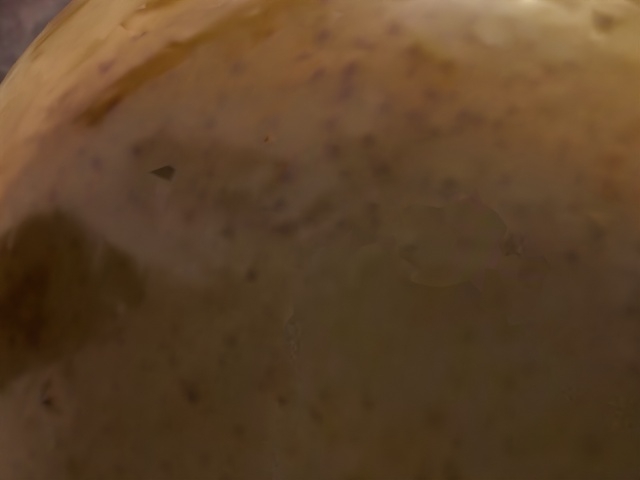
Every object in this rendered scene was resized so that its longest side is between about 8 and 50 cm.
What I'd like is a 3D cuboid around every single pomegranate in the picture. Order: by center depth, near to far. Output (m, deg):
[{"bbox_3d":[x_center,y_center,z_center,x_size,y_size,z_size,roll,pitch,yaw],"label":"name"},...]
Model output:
[{"bbox_3d":[0.076,0.083,0.525,0.417,0.417,0.416,-22,-120,43],"label":"pomegranate"}]
